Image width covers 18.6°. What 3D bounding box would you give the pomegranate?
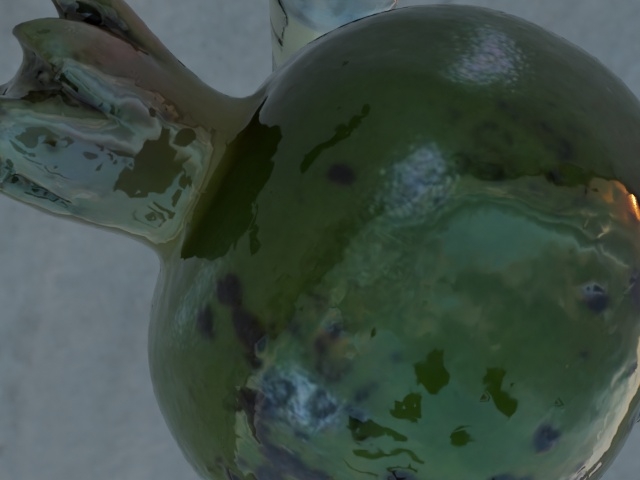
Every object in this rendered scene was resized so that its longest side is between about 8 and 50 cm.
[{"bbox_3d":[0.000,0.000,0.371,0.142,0.114,0.114,28,133,-10],"label":"pomegranate"}]

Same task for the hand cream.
[{"bbox_3d":[0.000,-0.061,0.623,0.039,0.061,0.143,15,160,0],"label":"hand cream"}]
